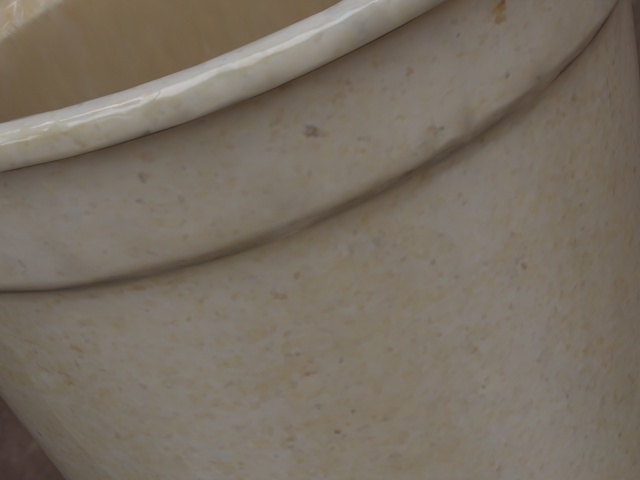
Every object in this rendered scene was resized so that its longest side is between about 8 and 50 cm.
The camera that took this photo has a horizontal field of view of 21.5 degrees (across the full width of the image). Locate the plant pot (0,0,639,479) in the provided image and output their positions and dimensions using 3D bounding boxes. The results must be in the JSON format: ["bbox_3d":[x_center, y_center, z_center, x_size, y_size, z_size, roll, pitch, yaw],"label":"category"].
[{"bbox_3d":[0.000,0.000,0.636,0.334,0.305,0.334,-17,30,10],"label":"plant pot"}]
